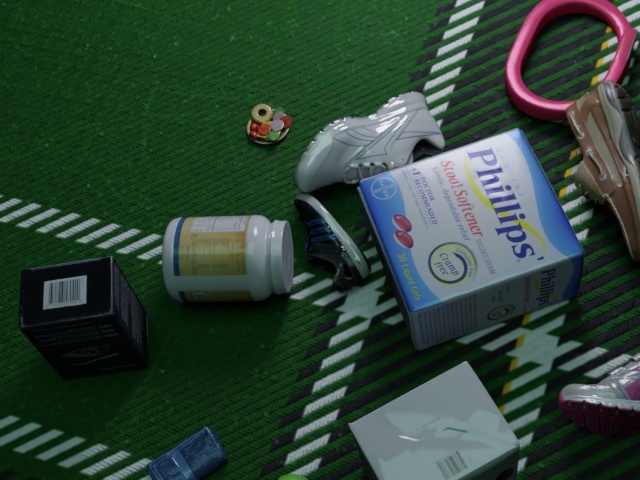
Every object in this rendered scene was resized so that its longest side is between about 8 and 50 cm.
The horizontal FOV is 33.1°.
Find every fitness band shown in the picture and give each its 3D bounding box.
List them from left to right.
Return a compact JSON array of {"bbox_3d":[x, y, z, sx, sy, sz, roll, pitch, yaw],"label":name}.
[{"bbox_3d":[0.458,-0.337,1.972,0.209,0.054,0.291,18,64,21],"label":"fitness band"}]

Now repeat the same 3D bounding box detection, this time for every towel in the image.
[{"bbox_3d":[-0.209,0.350,1.692,0.119,0.029,0.067,-31,62,-9],"label":"towel"}]

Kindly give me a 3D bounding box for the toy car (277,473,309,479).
[{"bbox_3d":[-0.063,0.450,1.598,0.239,0.053,0.225,6,62,12],"label":"toy car"}]

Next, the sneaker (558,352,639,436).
[{"bbox_3d":[0.484,0.225,1.625,0.252,0.103,0.111,-1,56,1],"label":"sneaker"}]

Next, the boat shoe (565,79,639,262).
[{"bbox_3d":[0.492,-0.107,1.808,0.116,0.123,0.324,-21,63,29],"label":"boat shoe"}]

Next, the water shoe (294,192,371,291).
[{"bbox_3d":[0.000,0.000,1.835,0.080,0.073,0.203,-38,60,-7],"label":"water shoe"}]

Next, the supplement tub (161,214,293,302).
[{"bbox_3d":[-0.152,0.030,1.798,0.199,0.144,0.144,-1,60,7],"label":"supplement tub"}]

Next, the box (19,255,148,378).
[{"bbox_3d":[-0.378,0.129,1.740,0.153,0.207,0.108,-8,59,3],"label":"box"}]

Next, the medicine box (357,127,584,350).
[{"bbox_3d":[0.241,-0.004,1.756,0.289,0.149,0.263,-19,60,-2],"label":"medicine box"}]

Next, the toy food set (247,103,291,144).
[{"bbox_3d":[-0.096,-0.215,2.001,0.082,0.020,0.083,13,63,15],"label":"toy food set"}]

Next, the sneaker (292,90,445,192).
[{"bbox_3d":[0.089,-0.155,1.879,0.297,0.111,0.129,-28,68,-17],"label":"sneaker"}]

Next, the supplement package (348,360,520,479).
[{"bbox_3d":[0.167,0.313,1.555,0.194,0.203,0.149,-27,61,-6],"label":"supplement package"}]
